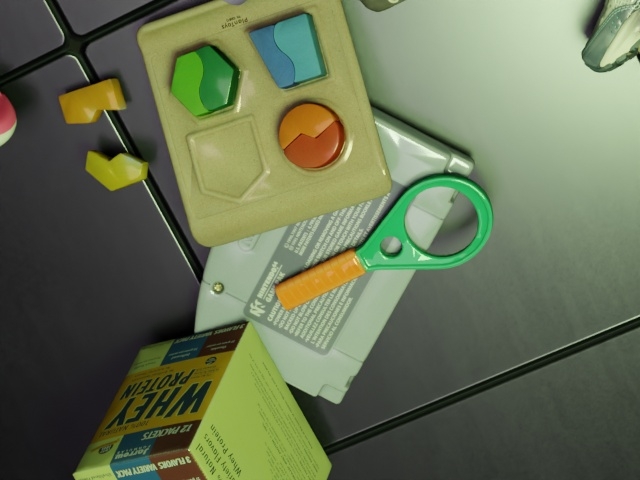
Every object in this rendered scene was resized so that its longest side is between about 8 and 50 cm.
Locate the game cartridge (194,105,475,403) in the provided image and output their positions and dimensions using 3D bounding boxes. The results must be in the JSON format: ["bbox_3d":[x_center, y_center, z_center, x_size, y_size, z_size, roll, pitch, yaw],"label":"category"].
[{"bbox_3d":[0.000,0.000,1.808,0.198,0.062,0.297,29,110,1],"label":"game cartridge"}]

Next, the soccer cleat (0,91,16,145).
[{"bbox_3d":[-0.463,-0.122,1.802,0.331,0.116,0.143,13,126,4],"label":"soccer cleat"}]

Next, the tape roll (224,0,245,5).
[{"bbox_3d":[-0.099,-0.312,1.638,0.080,0.189,0.189,-36,101,17],"label":"tape roll"}]

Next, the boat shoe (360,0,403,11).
[{"bbox_3d":[0.159,-0.318,1.657,0.335,0.112,0.095,-24,122,20],"label":"boat shoe"}]

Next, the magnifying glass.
[{"bbox_3d":[0.061,0.009,1.766,0.231,0.026,0.092,-26,104,13],"label":"magnifying glass"}]

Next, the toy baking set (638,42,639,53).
[{"bbox_3d":[0.350,-0.230,1.624,0.030,0.256,0.197,39,91,23],"label":"toy baking set"}]

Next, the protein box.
[{"bbox_3d":[-0.111,0.227,1.791,0.136,0.201,0.200,-15,118,26],"label":"protein box"}]

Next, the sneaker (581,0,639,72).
[{"bbox_3d":[0.301,-0.291,1.656,0.122,0.110,0.283,30,103,9],"label":"sneaker"}]

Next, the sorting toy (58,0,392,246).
[{"bbox_3d":[-0.102,-0.113,1.747,0.307,0.041,0.229,-16,92,19],"label":"sorting toy"}]
